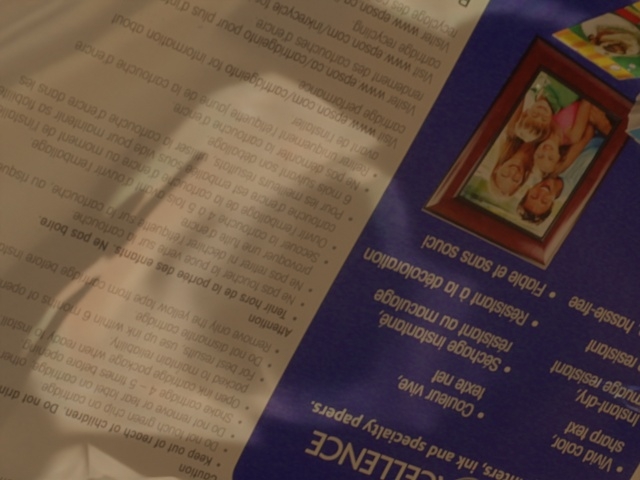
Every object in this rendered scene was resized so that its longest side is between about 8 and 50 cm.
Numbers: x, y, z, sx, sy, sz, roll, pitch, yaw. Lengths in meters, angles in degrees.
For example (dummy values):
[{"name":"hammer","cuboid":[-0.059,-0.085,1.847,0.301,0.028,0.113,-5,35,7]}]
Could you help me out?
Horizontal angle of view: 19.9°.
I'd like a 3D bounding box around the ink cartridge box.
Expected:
[{"name":"ink cartridge box","cuboid":[0.000,0.000,0.633,0.307,0.303,0.072,-61,-157,15]}]
